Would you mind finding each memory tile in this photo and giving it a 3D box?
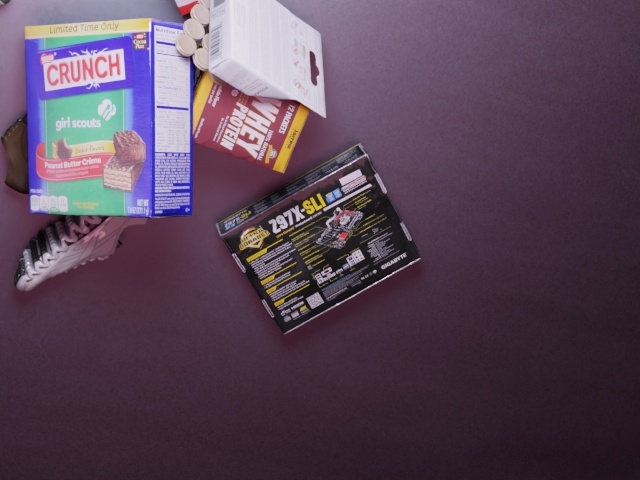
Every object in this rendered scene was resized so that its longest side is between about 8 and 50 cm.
[{"bbox_3d":[-0.173,-0.331,1.659,0.113,0.148,0.012,36,141,-23],"label":"memory tile"}]

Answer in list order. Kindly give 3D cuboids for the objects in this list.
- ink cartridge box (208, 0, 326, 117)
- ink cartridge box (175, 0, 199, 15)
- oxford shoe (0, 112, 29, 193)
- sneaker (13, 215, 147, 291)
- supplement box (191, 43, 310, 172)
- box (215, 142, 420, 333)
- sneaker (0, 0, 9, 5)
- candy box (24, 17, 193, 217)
[{"bbox_3d":[-0.088,-0.315,1.687,0.066,0.189,0.232,-20,148,30],"label":"ink cartridge box"},{"bbox_3d":[-0.197,-0.462,1.674,0.134,0.078,0.231,-23,153,-1],"label":"ink cartridge box"},{"bbox_3d":[-0.516,-0.191,1.791,0.096,0.083,0.227,14,104,-2],"label":"oxford shoe"},{"bbox_3d":[-0.444,0.006,1.882,0.292,0.110,0.118,-40,124,7],"label":"sneaker"},{"bbox_3d":[-0.141,-0.234,1.785,0.191,0.194,0.129,18,108,-19],"label":"supplement box"},{"bbox_3d":[0.000,0.000,1.982,0.322,0.079,0.257,-30,114,2],"label":"box"},{"bbox_3d":[-0.517,-0.500,1.653,0.118,0.083,0.222,-16,114,-5],"label":"sneaker"},{"bbox_3d":[-0.350,-0.200,1.683,0.268,0.122,0.317,2,94,28],"label":"candy box"}]
